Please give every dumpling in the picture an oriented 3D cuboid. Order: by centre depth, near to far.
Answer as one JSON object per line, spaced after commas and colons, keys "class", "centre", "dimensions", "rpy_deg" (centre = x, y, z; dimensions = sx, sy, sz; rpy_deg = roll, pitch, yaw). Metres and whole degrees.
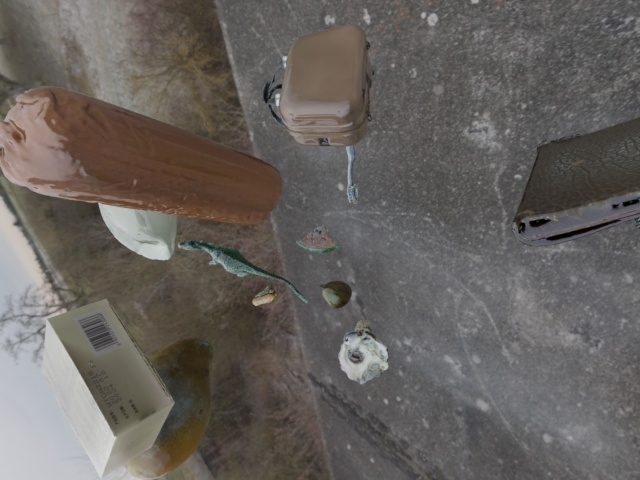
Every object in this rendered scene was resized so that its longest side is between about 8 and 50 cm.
{"class": "dumpling", "centre": [-0.397, -0.071, 0.878], "dimensions": [0.179, 0.131, 0.252], "rpy_deg": [-4, 120, 17]}

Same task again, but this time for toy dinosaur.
{"class": "toy dinosaur", "centre": [-0.209, 0.071, 1.159], "dimensions": [0.383, 0.076, 0.129], "rpy_deg": [22, 177, -23]}

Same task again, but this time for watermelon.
{"class": "watermelon", "centre": [0.000, 0.000, 1.727], "dimensions": [0.187, 0.139, 0.071], "rpy_deg": [5, 142, 15]}

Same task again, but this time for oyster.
{"class": "oyster", "centre": [0.166, 0.450, 1.651], "dimensions": [0.223, 0.083, 0.214], "rpy_deg": [-43, 87, 18]}

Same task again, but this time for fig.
{"class": "fig", "centre": [0.051, 0.198, 1.614], "dimensions": [0.103, 0.109, 0.154], "rpy_deg": [-20, 136, 35]}

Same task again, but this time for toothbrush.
{"class": "toothbrush", "centre": [0.101, -0.328, 1.413], "dimensions": [0.042, 0.035, 0.414], "rpy_deg": [15, 116, 49]}

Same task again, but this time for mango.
{"class": "mango", "centre": [-0.325, 0.342, 0.905], "dimensions": [0.192, 0.316, 0.146], "rpy_deg": [30, 132, -16]}

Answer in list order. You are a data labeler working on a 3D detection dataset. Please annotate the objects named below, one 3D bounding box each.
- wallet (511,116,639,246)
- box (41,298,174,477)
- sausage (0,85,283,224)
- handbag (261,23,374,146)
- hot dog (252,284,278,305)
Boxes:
{"class": "wallet", "centre": [0.267, -0.067, 0.393], "dimensions": [0.132, 0.243, 0.039], "rpy_deg": [-16, 107, 37]}
{"class": "box", "centre": [-0.341, 0.229, 0.654], "dimensions": [0.212, 0.095, 0.168], "rpy_deg": [47, 126, 18]}
{"class": "sausage", "centre": [-0.143, -0.067, 0.409], "dimensions": [0.086, 0.289, 0.086], "rpy_deg": [-4, 83, 34]}
{"class": "handbag", "centre": [-0.012, -0.382, 1.050], "dimensions": [0.283, 0.302, 0.149], "rpy_deg": [-1, 155, 13]}
{"class": "hot dog", "centre": [-0.169, 0.165, 1.266], "dimensions": [0.133, 0.056, 0.041], "rpy_deg": [-25, 101, 52]}
